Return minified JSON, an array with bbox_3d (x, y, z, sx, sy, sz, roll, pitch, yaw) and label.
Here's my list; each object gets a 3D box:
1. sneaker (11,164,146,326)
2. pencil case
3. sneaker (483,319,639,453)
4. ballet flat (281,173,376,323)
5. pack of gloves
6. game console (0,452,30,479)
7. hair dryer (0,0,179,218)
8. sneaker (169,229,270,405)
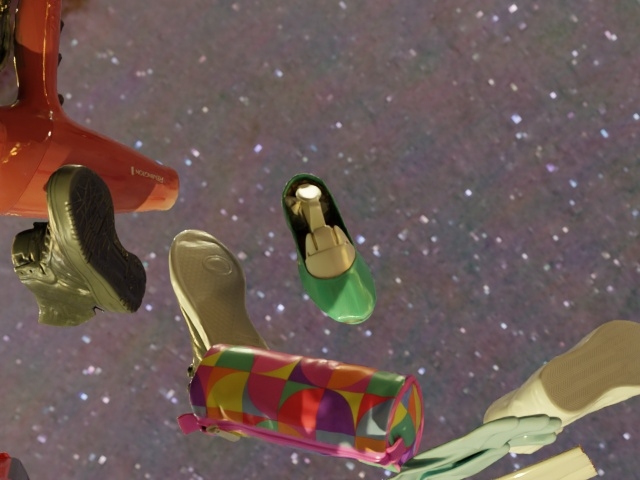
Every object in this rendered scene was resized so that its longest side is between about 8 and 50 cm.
[{"bbox_3d":[-0.174,0.008,0.697,0.089,0.170,0.051,8,-123,16],"label":"sneaker"},{"bbox_3d":[-0.017,0.167,1.035,0.236,0.104,0.104,3,-125,24],"label":"pencil case"},{"bbox_3d":[0.348,0.205,1.447,0.169,0.293,0.108,-47,-117,45],"label":"sneaker"},{"bbox_3d":[0.000,0.000,1.305,0.083,0.087,0.247,-22,-138,-2],"label":"ballet flat"},{"bbox_3d":[0.093,0.190,0.840,0.232,0.195,0.046,-26,-124,11],"label":"pack of gloves"},{"bbox_3d":[-0.217,0.376,0.858,0.060,0.386,0.342,-20,-176,-14],"label":"game console"},{"bbox_3d":[-0.210,-0.122,0.783,0.080,0.293,0.223,-1,-136,51],"label":"hair dryer"},{"bbox_3d":[-0.150,0.128,1.403,0.295,0.105,0.147,63,-35,35],"label":"sneaker"}]
